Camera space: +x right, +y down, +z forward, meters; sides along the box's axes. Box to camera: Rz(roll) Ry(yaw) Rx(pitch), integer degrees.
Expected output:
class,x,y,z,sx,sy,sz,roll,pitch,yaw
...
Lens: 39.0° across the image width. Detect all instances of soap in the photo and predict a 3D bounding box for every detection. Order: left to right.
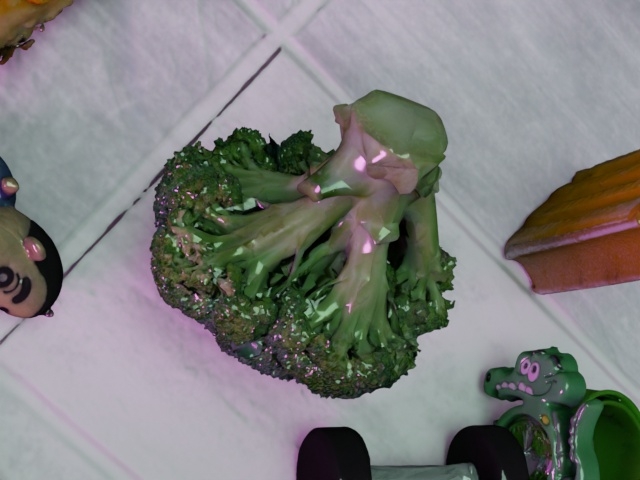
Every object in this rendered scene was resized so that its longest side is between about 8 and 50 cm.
class,x,y,z,sx,sy,sz,roll,pitch,yaw
soap,0.302,-0.030,0.837,0.160,0.257,0.080,-41,98,-22

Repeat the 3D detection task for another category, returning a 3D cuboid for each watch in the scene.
class,x,y,z,sx,sy,sz,roll,pitch,yaw
watch,0.249,0.189,0.861,0.152,0.131,0.165,11,77,-30

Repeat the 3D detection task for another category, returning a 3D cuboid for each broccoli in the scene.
class,x,y,z,sx,sy,sz,roll,pitch,yaw
broccoli,0.000,0.000,0.712,0.270,0.270,0.270,17,47,-19

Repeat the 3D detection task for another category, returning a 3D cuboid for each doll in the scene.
class,x,y,z,sx,sy,sz,roll,pitch,yaw
doll,-0.263,-0.013,0.708,0.179,0.102,0.089,56,29,-5

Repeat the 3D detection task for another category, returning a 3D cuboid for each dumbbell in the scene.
class,x,y,z,sx,sy,sz,roll,pitch,yaw
dumbbell,0.082,0.213,0.798,0.191,0.100,0.100,3,81,-21

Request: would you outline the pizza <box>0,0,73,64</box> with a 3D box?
class,x,y,z,sx,sy,sz,roll,pitch,yaw
pizza,-0.298,-0.357,0.737,0.392,0.080,0.435,48,61,-2
